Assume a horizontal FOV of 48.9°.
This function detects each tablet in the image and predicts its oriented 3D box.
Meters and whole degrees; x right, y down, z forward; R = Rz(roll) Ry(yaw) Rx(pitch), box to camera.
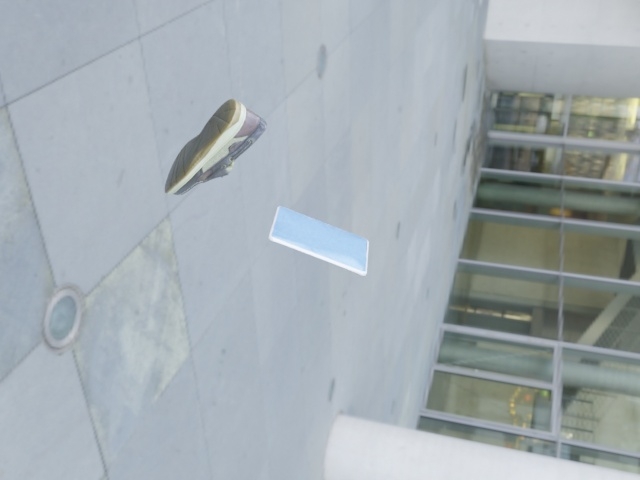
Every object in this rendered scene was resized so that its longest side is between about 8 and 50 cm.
[{"bbox_3d":[0.000,0.000,0.574,0.054,0.083,0.006,-80,-167,-59],"label":"tablet"}]

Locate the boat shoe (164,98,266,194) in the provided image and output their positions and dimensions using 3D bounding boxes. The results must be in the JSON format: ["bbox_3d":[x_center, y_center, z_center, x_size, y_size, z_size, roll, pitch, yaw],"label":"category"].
[{"bbox_3d":[-0.163,-0.127,1.078,0.223,0.073,0.080,-38,-141,41],"label":"boat shoe"}]
